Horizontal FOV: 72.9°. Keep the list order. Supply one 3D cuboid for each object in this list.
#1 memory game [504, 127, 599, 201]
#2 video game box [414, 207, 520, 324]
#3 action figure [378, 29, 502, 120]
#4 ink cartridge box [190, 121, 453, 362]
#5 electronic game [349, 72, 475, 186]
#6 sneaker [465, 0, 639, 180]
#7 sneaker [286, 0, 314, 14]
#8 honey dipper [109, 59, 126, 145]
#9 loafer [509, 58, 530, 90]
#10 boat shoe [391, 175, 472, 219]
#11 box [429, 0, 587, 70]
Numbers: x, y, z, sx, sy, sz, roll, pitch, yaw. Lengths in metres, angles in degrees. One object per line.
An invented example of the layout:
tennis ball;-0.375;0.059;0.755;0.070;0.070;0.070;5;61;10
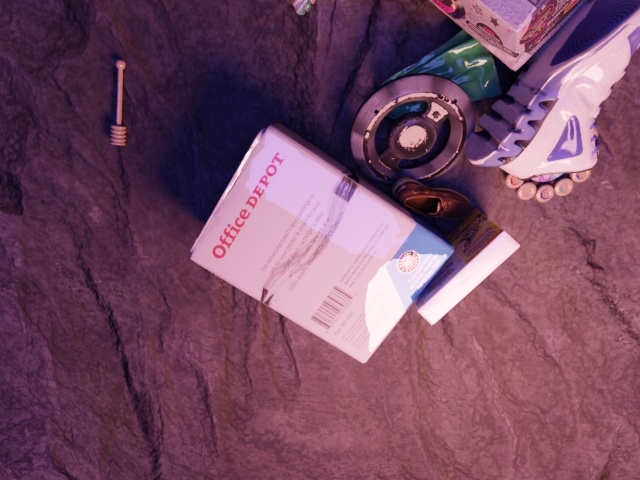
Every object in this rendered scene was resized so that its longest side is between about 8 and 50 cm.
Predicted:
memory game;0.439;-0.159;0.828;0.185;0.012;0.186;-1;118;-2
video game box;0.258;0.042;0.828;0.048;0.187;0.205;40;105;-9
action figure;0.195;-0.284;0.793;0.232;0.063;0.137;-22;107;12
ink cartridge box;0.000;0.000;0.840;0.394;0.166;0.286;33;106;-8
electronic game;0.168;-0.193;0.795;0.228;0.048;0.230;-2;134;-3
sneaker;0.413;-0.221;0.723;0.182;0.128;0.316;26;121;-24
sneaker;-0.019;-0.485;0.744;0.076;0.065;0.167;33;105;-3
honey dipper;-0.396;-0.269;0.849;0.030;0.030;0.161;9;106;0
loafer;0.421;-0.318;0.761;0.080;0.078;0.220;32;107;-7
boat shoe;0.222;-0.069;0.842;0.177;0.060;0.064;14;127;-20
box;0.265;-0.416;0.657;0.163;0.142;0.247;-45;72;14
